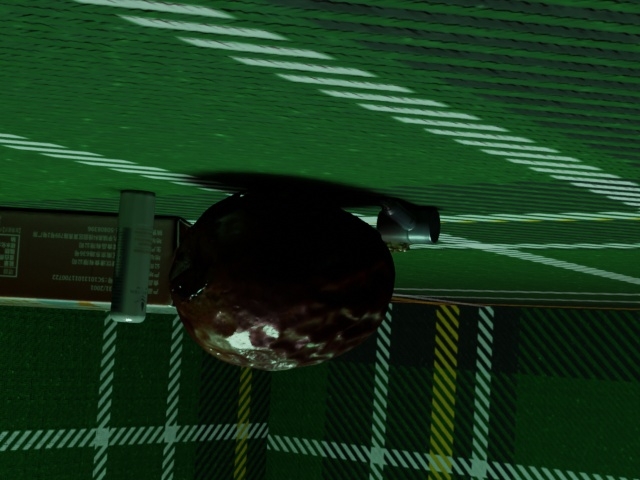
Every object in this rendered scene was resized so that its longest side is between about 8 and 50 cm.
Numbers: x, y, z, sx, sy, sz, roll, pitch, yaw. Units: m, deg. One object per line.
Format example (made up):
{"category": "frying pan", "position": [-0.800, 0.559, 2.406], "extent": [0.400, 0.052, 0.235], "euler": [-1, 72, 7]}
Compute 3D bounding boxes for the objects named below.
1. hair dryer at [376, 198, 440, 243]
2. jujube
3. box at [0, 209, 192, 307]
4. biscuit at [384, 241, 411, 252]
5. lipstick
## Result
{"category": "hair dryer", "position": [0.080, -0.025, 1.194], "extent": [0.063, 0.037, 0.114], "euler": [3, 167, 24]}
{"category": "jujube", "position": [-0.034, 0.041, 1.150], "extent": [0.243, 0.183, 0.183], "euler": [8, 173, -42]}
{"category": "box", "position": [-0.365, 0.036, 1.633], "extent": [0.385, 0.122, 0.344], "euler": [3, 175, 4]}
{"category": "biscuit", "position": [0.000, 0.000, 1.544], "extent": [0.231, 0.025, 0.131], "euler": [6, 175, -25]}
{"category": "lipstick", "position": [-0.204, 0.018, 1.232], "extent": [0.040, 0.141, 0.040], "euler": [4, 176, 0]}
